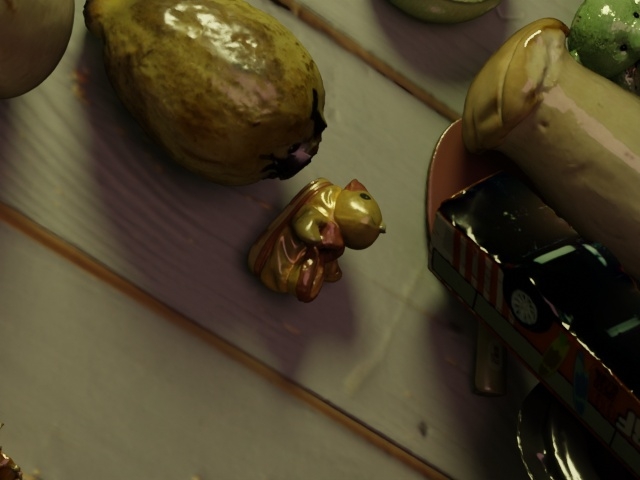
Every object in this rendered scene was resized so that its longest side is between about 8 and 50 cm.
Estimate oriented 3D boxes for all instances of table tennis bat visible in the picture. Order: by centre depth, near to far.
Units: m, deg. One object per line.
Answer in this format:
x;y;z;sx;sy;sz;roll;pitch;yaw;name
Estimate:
0.148;0.010;1.375;0.138;0.022;0.246;11;73;-21;table tennis bat

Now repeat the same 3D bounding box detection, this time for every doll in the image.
0.290;-0.177;1.449;0.150;0.077;0.115;12;85;-33;doll

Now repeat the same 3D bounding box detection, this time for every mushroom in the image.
-0.277;-0.179;1.123;0.209;0.206;0.206;-38;96;-26;mushroom
0.295;-0.021;1.357;0.407;0.154;0.137;41;109;-4;mushroom

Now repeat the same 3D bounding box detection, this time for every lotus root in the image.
-0.092;-0.127;1.240;0.214;0.138;0.138;32;68;-4;lotus root

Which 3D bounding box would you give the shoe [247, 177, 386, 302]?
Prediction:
-0.001;0.003;1.282;0.109;0.072;0.069;-31;55;-30;shoe

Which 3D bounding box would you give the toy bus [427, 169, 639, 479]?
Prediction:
0.240;0.104;1.223;0.093;0.092;0.409;-26;56;-28;toy bus

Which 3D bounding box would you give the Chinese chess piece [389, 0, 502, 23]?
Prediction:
0.106;-0.256;1.387;0.144;0.058;0.144;5;77;-22;Chinese chess piece

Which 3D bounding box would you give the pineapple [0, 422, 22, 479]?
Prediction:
-0.251;0.146;1.129;0.114;0.114;0.077;17;55;-25;pineapple

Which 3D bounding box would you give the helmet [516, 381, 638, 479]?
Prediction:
0.276;0.208;1.305;0.279;0.160;0.230;-4;49;-16;helmet
